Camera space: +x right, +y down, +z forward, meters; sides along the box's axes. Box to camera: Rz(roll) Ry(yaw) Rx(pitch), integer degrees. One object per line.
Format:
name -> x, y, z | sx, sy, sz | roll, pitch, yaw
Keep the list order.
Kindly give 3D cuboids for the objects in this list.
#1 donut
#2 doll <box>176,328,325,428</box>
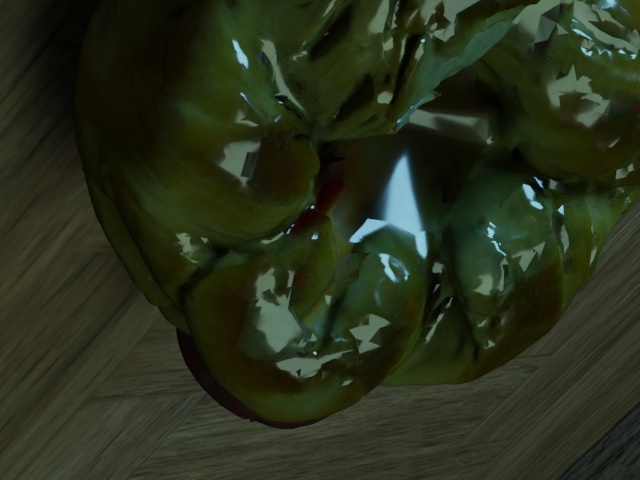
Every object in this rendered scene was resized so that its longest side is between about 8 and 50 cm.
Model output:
donut -> 0.043, -0.074, 0.995 | 0.360, 0.170, 0.360 | -19, 129, -25
doll -> -0.002, -0.001, 1.224 | 0.196, 0.152, 0.256 | 33, 93, -35
